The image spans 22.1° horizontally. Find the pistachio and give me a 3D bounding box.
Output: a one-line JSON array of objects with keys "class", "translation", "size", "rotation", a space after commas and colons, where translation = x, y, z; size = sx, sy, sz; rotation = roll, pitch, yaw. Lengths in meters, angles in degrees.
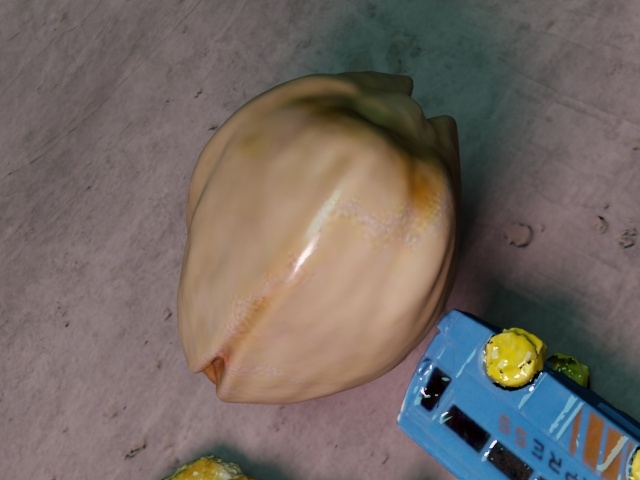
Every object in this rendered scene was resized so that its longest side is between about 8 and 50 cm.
[{"class": "pistachio", "translation": [0.000, 0.000, 1.624], "size": [0.281, 0.445, 0.365], "rotation": [39, 72, 1]}]

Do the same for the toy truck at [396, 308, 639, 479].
[{"class": "toy truck", "translation": [0.247, 0.217, 1.557], "size": [0.385, 0.161, 0.162], "rotation": [38, 97, 32]}]

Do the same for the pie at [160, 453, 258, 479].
[{"class": "pie", "translation": [-0.111, 0.358, 1.696], "size": [0.274, 0.105, 0.257], "rotation": [16, 76, 31]}]
